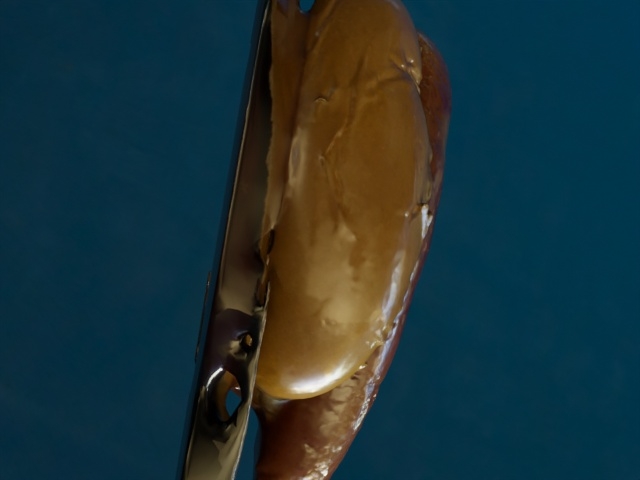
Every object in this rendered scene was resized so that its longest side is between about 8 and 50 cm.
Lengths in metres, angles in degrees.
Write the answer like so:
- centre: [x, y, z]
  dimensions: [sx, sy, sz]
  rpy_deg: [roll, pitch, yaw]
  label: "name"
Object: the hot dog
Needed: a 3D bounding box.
- centre: [0.001, -0.002, 0.772]
  dimensions: [0.107, 0.194, 0.326]
  rpy_deg: [10, -82, -6]
  label: "hot dog"
